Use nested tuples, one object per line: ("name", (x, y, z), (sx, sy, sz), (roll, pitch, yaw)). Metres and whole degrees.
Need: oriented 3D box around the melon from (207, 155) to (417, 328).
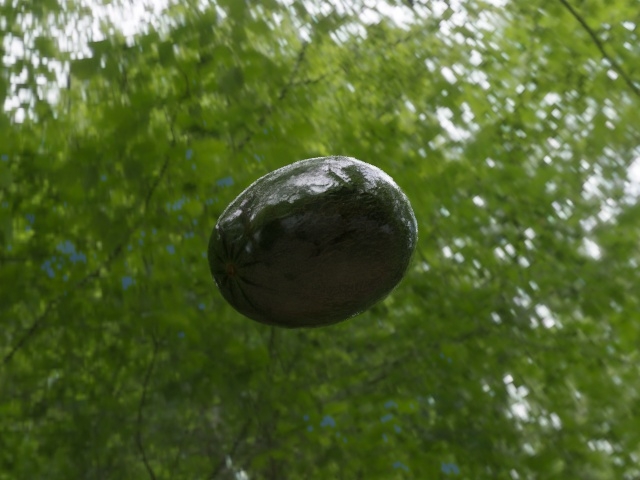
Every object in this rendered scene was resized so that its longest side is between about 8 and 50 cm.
("melon", (0.000, 0.000, 0.845), (0.167, 0.114, 0.114), (-19, -57, -37))
